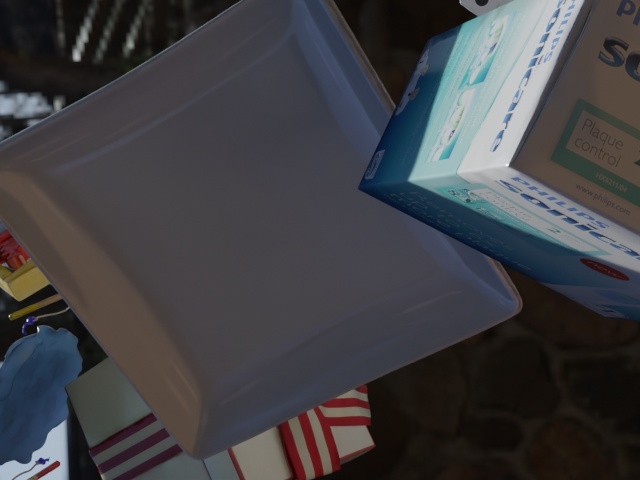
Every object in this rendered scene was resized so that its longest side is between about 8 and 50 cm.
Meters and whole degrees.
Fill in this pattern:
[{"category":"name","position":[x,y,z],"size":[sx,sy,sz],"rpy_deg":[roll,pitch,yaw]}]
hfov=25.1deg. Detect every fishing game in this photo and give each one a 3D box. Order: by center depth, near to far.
[{"category":"fishing game","position":[-0.349,0.183,1.689],"size":[0.189,0.041,0.264],"rpy_deg":[-32,-43,-56]}]

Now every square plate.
[{"category":"square plate","position":[-0.061,-0.010,1.202],"size":[0.344,0.347,0.049],"rpy_deg":[55,-158,-21]}]

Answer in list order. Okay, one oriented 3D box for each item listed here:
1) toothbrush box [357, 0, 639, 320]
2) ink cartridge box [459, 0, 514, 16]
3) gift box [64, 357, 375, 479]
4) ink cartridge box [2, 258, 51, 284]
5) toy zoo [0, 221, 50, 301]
[{"category":"toothbrush box","position":[0.176,-0.043,0.874],"size":[0.126,0.216,0.295],"rpy_deg":[-65,13,-7]},{"category":"ink cartridge box","position":[0.206,-0.259,1.589],"size":[0.045,0.208,0.206],"rpy_deg":[-51,2,15]},{"category":"gift box","position":[-0.101,0.186,1.687],"size":[0.276,0.258,0.255],"rpy_deg":[-20,-100,-49]},{"category":"ink cartridge box","position":[-0.454,-0.014,2.113],"size":[0.056,0.181,0.224],"rpy_deg":[-64,23,8]},{"category":"toy zoo","position":[-0.322,-0.029,1.666],"size":[0.293,0.192,0.030],"rpy_deg":[28,151,50]}]
